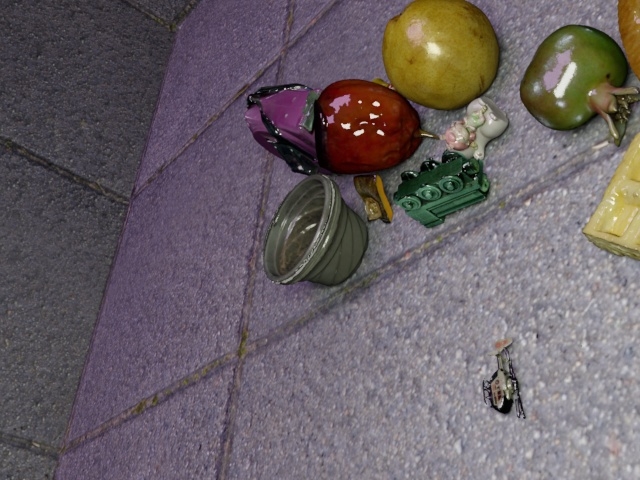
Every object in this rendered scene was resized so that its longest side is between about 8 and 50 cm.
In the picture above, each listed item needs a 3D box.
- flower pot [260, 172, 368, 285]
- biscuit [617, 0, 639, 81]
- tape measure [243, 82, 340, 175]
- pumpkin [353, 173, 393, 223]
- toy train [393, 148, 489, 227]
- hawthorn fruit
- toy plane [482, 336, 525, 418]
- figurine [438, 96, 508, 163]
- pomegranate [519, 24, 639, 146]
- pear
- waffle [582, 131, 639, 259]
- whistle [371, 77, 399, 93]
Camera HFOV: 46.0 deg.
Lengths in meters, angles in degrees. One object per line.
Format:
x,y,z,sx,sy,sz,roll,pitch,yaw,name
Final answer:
0.000,0.000,1.456,0.235,0.140,0.236,-41,34,35,flower pot
0.475,-0.282,0.862,0.305,0.038,0.305,27,123,52,biscuit
-0.042,-0.237,1.616,0.231,0.245,0.149,13,75,44,tape measure
0.106,-0.082,1.441,0.073,0.035,0.101,0,110,61,pumpkin
0.202,-0.084,1.242,0.170,0.111,0.071,-23,48,44,toy train
0.099,-0.214,1.425,0.251,0.189,0.190,3,63,20,hawthorn fruit
0.246,0.188,1.018,0.049,0.031,0.121,-31,44,35,toy plane
0.236,-0.178,1.272,0.146,0.098,0.081,-42,47,29,figurine
0.378,-0.217,1.060,0.191,0.131,0.152,43,112,46,pomegranate
0.208,-0.338,1.350,0.209,0.208,0.209,-38,37,36,pear
0.442,-0.040,0.868,0.168,0.057,0.274,-61,29,1,waffle
0.160,-0.324,1.593,0.109,0.057,0.046,11,120,51,whistle
